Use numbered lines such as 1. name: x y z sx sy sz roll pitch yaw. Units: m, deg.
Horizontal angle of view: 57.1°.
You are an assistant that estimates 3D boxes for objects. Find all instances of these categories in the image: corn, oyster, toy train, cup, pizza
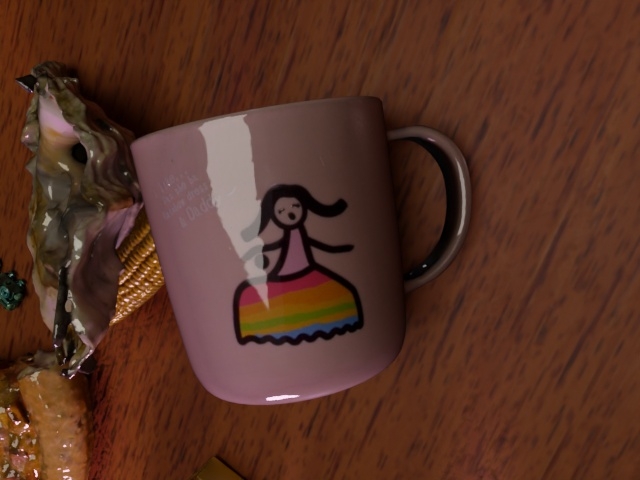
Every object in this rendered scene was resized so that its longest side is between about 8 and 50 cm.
1. corn: -0.172 0.013 0.591 0.206 0.067 0.067 -43 80 22
2. oyster: -0.222 -0.041 0.554 0.201 0.107 0.354 -45 57 50
3. toy train: -0.397 0.049 0.714 0.092 0.029 0.045 38 117 13
4. cup: 0.000 0.000 0.469 0.253 0.191 0.200 -12 97 -9
5. pizza: -0.405 0.258 0.708 0.278 0.114 0.409 44 109 6

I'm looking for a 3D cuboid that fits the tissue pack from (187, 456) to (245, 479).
1. tissue pack: -0.125 0.328 0.617 0.095 0.062 0.176 32 108 14
